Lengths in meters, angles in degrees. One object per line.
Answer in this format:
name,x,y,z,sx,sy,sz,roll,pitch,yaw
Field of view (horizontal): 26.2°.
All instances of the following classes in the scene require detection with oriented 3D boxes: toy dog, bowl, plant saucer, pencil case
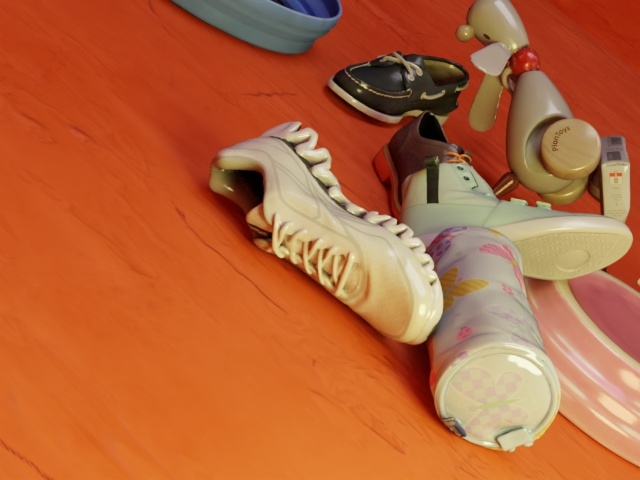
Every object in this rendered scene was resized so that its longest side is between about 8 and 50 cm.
toy dog,0.266,-0.179,1.953,0.220,0.161,0.333,72,-6,-49
bowl,-0.151,-0.400,1.956,0.391,0.077,0.391,30,21,-13
plant saucer,0.342,0.131,1.567,0.332,0.084,0.332,30,22,-13
pencil case,0.162,0.089,1.349,0.124,0.113,0.273,48,17,-22

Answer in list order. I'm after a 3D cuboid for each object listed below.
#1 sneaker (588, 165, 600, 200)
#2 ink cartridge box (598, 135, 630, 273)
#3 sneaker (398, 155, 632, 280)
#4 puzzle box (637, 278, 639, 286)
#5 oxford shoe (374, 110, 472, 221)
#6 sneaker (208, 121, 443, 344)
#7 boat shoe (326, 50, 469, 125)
sneaker,0.491,-0.121,2.328,0.066,0.071,0.188,32,22,-9
ink cartridge box,0.417,-0.044,1.934,0.045,0.179,0.145,-6,18,11
sneaker,0.211,-0.036,1.528,0.256,0.094,0.151,-2,50,-1
puzzle box,0.576,0.197,1.708,0.409,0.052,0.272,47,7,26
oxford shoe,0.142,-0.066,1.659,0.097,0.098,0.271,22,25,-32
sneaker,0.000,0.000,1.333,0.118,0.110,0.292,-11,46,-44
boat shoe,0.116,-0.230,1.973,0.114,0.091,0.302,43,22,18
